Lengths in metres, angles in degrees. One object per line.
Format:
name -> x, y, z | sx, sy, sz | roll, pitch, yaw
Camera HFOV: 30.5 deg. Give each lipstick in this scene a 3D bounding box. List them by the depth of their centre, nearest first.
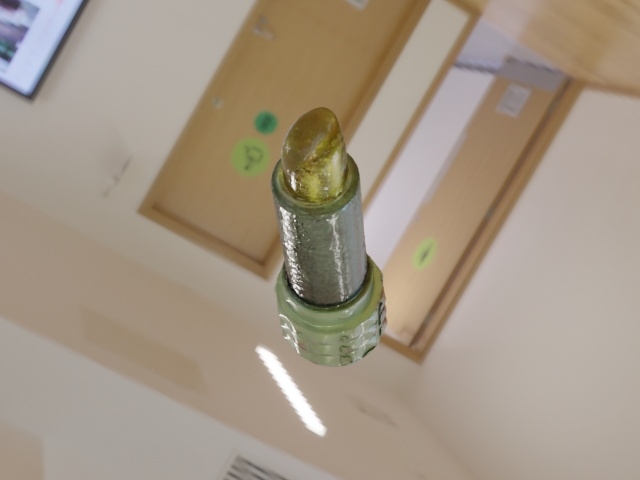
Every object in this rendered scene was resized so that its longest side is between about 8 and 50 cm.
lipstick -> 0.000, 0.000, 0.347 | 0.037, 0.037, 0.116 | 31, 159, 20
